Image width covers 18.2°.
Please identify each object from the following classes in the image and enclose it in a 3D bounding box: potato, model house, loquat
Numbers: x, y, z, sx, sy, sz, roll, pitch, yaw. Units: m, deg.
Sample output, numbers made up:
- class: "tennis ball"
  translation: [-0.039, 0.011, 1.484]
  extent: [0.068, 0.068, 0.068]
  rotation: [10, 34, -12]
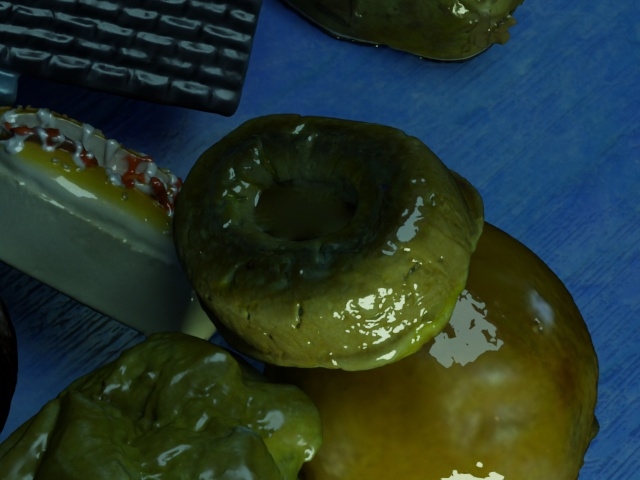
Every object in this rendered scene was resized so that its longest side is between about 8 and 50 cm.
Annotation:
- class: "potato"
  translation: [0.097, -0.343, 2.163]
  extent: [0.300, 0.196, 0.246]
  rotation: [14, 56, -13]
- class: "model house"
  translation: [-0.204, -0.257, 1.949]
  extent: [0.360, 0.297, 0.339]
  rotation: [12, 66, -16]
- class: "loquat"
  translation: [0.099, 0.129, 1.817]
  extent: [0.328, 0.328, 0.328]
  rotation: [10, 59, -17]

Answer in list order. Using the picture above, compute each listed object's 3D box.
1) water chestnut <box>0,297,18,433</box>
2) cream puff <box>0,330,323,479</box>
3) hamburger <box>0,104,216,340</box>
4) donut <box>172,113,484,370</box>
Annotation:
- class: "water chestnut"
  translation: [-0.410, 0.106, 1.613]
  extent: [0.335, 0.335, 0.347]
  rotation: [14, 15, -15]
- class: "cream puff"
  translation: [-0.175, 0.215, 1.656]
  extent: [0.274, 0.323, 0.269]
  rotation: [15, 42, -49]
- class: "hamburger"
  translation: [-0.201, -0.013, 1.822]
  extent: [0.295, 0.227, 0.151]
  rotation: [27, 85, -21]
- class: "donut"
  translation: [0.000, 0.000, 1.659]
  extent: [0.261, 0.128, 0.208]
  rotation: [3, 61, 27]
